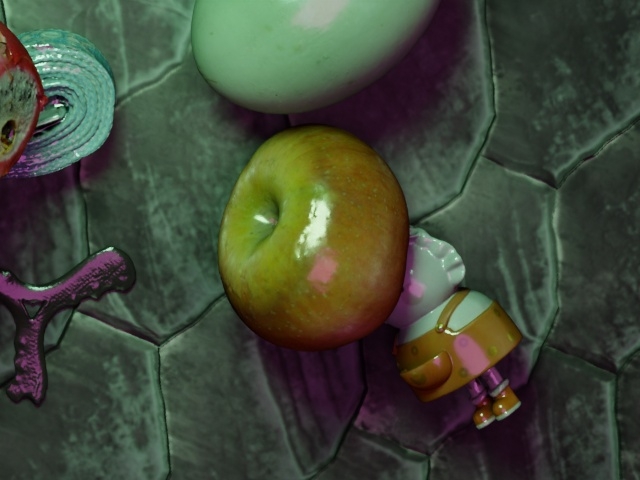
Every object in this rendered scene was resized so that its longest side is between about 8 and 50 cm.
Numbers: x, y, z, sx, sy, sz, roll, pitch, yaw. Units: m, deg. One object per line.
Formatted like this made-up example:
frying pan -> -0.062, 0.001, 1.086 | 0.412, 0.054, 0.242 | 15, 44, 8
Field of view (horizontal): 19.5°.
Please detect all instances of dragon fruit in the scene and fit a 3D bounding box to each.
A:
dragon fruit -> -0.383, -0.136, 1.759 | 0.227, 0.224, 0.224 | 6, 104, 27

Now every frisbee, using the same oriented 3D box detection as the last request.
frisbee -> -0.304, 0.086, 1.991 | 0.211, 0.012, 0.187 | 0, 103, -11

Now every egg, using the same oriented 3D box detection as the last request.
egg -> -0.002, -0.243, 1.874 | 0.283, 0.203, 0.203 | -31, 105, 0

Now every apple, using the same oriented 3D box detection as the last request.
apple -> 0.000, 0.000, 1.927 | 0.173, 0.210, 0.234 | 20, 87, -34

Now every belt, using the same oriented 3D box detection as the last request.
belt -> -0.292, -0.142, 1.908 | 0.163, 0.082, 0.147 | 0, 111, -10

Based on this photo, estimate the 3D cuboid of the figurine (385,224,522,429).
figurine -> 0.127, 0.076, 2.016 | 0.143, 0.143, 0.271 | -22, 80, -5
